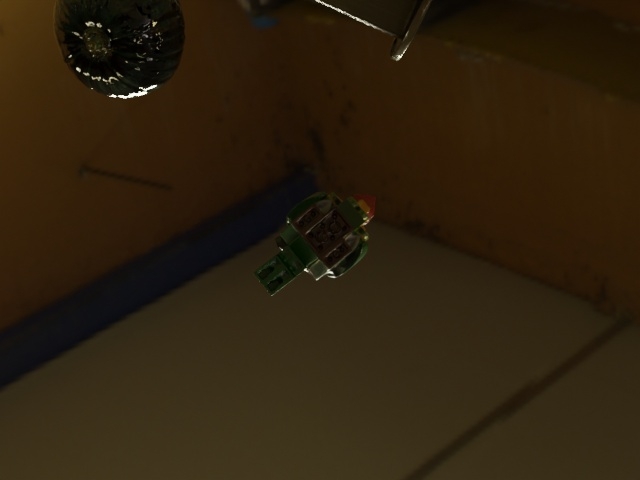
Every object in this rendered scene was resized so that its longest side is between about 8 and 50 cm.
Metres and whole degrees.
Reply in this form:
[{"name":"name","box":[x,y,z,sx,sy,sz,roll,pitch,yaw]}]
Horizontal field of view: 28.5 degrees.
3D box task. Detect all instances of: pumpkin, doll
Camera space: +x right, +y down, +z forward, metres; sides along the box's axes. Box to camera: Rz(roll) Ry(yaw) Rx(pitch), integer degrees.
[{"name":"pumpkin","box":[-0.281,-0.292,1.744,0.202,0.202,0.140,9,-148,29]},{"name":"doll","box":[0.006,-0.005,1.636,0.134,0.106,0.186,-42,177,26]}]

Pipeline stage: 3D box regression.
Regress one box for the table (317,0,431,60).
[{"name":"table","box":[0.001,-0.282,1.116,0.227,0.167,0.167,24,-146,-5]}]
